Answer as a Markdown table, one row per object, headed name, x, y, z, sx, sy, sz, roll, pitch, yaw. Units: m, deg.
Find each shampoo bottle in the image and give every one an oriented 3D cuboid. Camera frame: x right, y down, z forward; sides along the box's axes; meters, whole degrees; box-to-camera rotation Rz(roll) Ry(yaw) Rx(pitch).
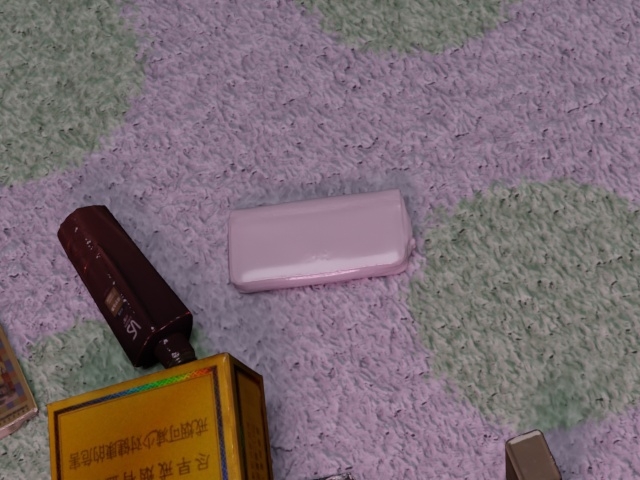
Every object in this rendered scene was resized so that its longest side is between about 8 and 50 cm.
| name | x | y | z | sx | sy | sz | roll | pitch | yaw |
| --- | --- | --- | --- | --- | --- | --- | --- | --- | --- |
| shampoo bottle | -0.176 | 0.067 | 1.636 | 0.067 | 0.068 | 0.236 | -24 | 59 | -27 |

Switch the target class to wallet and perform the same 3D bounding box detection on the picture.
| name | x | y | z | sx | sy | sz | roll | pitch | yaw |
| --- | --- | --- | --- | --- | --- | --- | --- | --- | --- |
| wallet | 0.000 | 0.000 | 1.659 | 0.190 | 0.033 | 0.095 | -5 | 63 | 7 |

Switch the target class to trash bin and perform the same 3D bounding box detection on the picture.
| name | x | y | z | sx | sy | sz | roll | pitch | yaw |
| --- | --- | --- | --- | --- | --- | --- | --- | --- | --- |
| trash bin | 0.189 | 0.210 | 1.482 | 0.043 | 0.092 | 0.061 | -21 | 61 | 0 |

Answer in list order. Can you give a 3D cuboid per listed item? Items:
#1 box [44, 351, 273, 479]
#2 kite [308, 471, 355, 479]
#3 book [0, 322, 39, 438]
| name | x | y | z | sx | sy | sz | roll | pitch | yaw |
| --- | --- | --- | --- | --- | --- | --- | --- | --- | --- |
| box | -0.136 | 0.270 | 1.479 | 0.192 | 0.084 | 0.302 | -18 | 62 | 19 |
| kite | 0.010 | 0.325 | 1.496 | 0.141 | 0.015 | 0.245 | -24 | 60 | -7 |
| book | -0.386 | 0.135 | 1.664 | 0.168 | 0.013 | 0.192 | -28 | 61 | -5 |
